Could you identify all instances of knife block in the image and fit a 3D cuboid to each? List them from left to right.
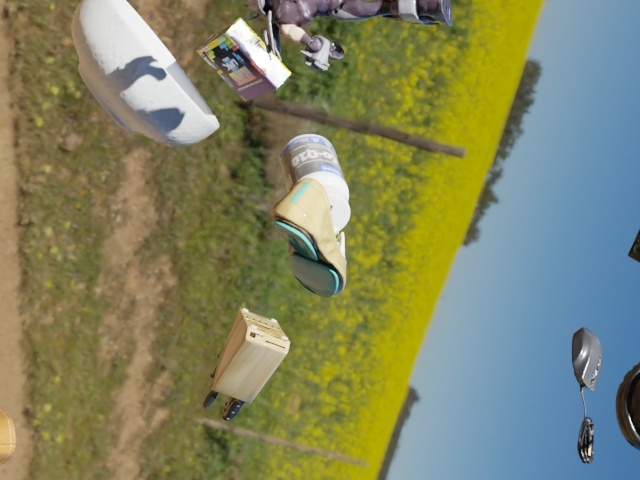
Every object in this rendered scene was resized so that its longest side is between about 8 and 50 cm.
[{"bbox_3d":[-0.159,0.268,1.860,0.275,0.088,0.242,-147,-102,-77],"label":"knife block"}]

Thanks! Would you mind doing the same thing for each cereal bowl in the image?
[{"bbox_3d":[-0.344,-0.303,1.735,0.141,0.339,0.339,-36,174,4],"label":"cereal bowl"}]

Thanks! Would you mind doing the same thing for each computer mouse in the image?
[{"bbox_3d":[0.456,0.258,1.582,0.071,0.041,0.242,40,47,-48],"label":"computer mouse"}]

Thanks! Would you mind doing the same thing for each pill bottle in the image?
[{"bbox_3d":[-0.006,-0.071,1.205,0.137,0.078,0.078,-107,-156,-51],"label":"pill bottle"}]

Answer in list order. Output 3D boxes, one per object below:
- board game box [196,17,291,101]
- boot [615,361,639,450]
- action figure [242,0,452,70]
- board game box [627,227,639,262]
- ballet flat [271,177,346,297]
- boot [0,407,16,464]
[{"bbox_3d":[-0.149,-0.339,1.777,0.048,0.141,0.170,-49,-162,-17],"label":"board game box"},{"bbox_3d":[0.413,0.118,0.821,0.207,0.246,0.094,137,-59,-68],"label":"boot"},{"bbox_3d":[0.027,-0.324,1.248,0.099,0.284,0.186,-25,112,-70],"label":"action figure"},{"bbox_3d":[0.403,-0.073,1.015,0.126,0.026,0.186,-28,142,-42],"label":"board game box"},{"bbox_3d":[0.000,0.000,1.104,0.073,0.080,0.232,-61,163,-16],"label":"ballet flat"},{"bbox_3d":[-0.459,0.201,0.991,0.283,0.220,0.109,-12,-100,57],"label":"boot"}]
